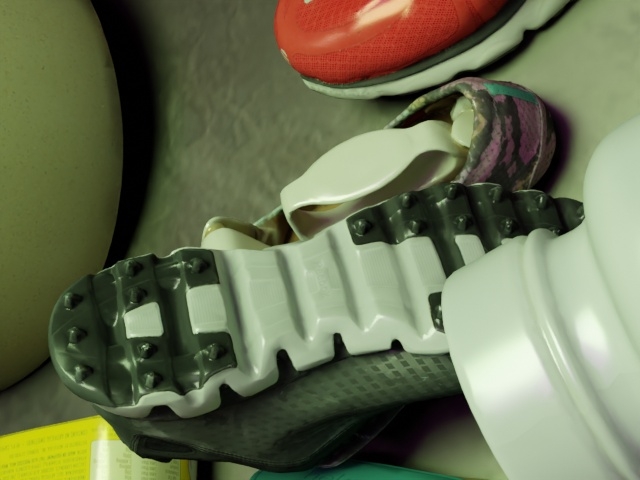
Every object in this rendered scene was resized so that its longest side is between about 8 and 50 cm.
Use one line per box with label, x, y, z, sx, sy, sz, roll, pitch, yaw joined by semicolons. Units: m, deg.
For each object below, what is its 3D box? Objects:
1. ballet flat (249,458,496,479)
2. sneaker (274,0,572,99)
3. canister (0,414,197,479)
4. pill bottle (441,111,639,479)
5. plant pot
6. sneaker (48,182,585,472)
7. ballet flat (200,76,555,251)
ballet flat;0.068;0.126;0.577;0.232;0.080;0.073;-2;104;41
sneaker;0.075;-0.163;0.615;0.279;0.118;0.107;-34;57;26
canister;-0.111;0.173;0.693;0.126;0.073;0.169;-15;66;35
pill bottle;0.167;0.000;0.460;0.246;0.136;0.136;-29;60;19
plant pot;-0.268;-0.047;0.760;0.284;0.191;0.284;2;94;34
sneaker;0.016;0.041;0.600;0.234;0.106;0.078;-10;57;-4
ballet flat;0.000;0.000;0.652;0.221;0.079;0.077;-38;55;24
